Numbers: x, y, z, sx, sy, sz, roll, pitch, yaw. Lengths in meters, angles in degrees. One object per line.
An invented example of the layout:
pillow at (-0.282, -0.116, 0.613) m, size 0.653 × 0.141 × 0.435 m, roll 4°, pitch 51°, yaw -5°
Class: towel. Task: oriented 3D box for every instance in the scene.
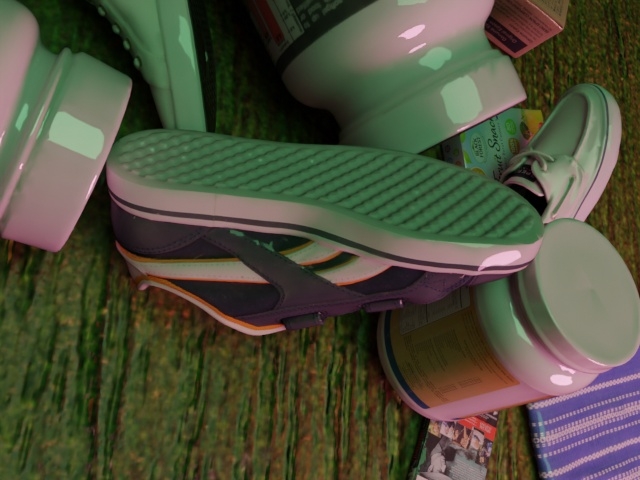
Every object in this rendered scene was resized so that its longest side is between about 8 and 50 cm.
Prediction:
towel at (0.349, 0.283, 0.771) m, size 0.243 × 0.040 × 0.336 m, roll -5°, pitch 81°, yaw -31°

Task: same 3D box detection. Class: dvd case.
dvd case at (0.133, 0.206, 0.675) m, size 0.087 × 0.013 × 0.120 m, roll 31°, pitch 62°, yaw -21°

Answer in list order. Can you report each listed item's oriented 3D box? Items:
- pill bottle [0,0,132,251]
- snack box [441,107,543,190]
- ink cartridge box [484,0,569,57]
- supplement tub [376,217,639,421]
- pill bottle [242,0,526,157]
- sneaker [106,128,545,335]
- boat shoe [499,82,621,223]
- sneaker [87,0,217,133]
pill bottle at (-0.276, -0.104, 0.418) m, size 0.283 × 0.160 × 0.161 m, roll 24°, pitch 66°, yaw -24°
snack box at (0.204, -0.101, 0.781) m, size 0.141 × 0.037 × 0.100 m, roll -3°, pitch 79°, yaw -31°
ink cartridge box at (0.219, -0.377, 0.832) m, size 0.193 × 0.088 × 0.235 m, roll 28°, pitch 65°, yaw -21°
supplement tub at (0.159, 0.074, 0.603) m, size 0.144 × 0.199 × 0.145 m, roll 15°, pitch 61°, yaw -28°
pill bottle at (0.027, -0.250, 0.611) m, size 0.210 × 0.210 × 0.363 m, roll -28°, pitch 93°, yaw -33°
sneaker at (0.000, 0.000, 0.529) m, size 0.320 × 0.128 × 0.126 m, roll 9°, pitch 35°, yaw 1°
boat shoe at (0.233, -0.054, 0.712) m, size 0.084 × 0.095 × 0.258 m, roll 23°, pitch 85°, yaw -37°
sneaker at (-0.165, -0.210, 0.570) m, size 0.123 × 0.106 × 0.290 m, roll -13°, pitch 92°, yaw 0°
